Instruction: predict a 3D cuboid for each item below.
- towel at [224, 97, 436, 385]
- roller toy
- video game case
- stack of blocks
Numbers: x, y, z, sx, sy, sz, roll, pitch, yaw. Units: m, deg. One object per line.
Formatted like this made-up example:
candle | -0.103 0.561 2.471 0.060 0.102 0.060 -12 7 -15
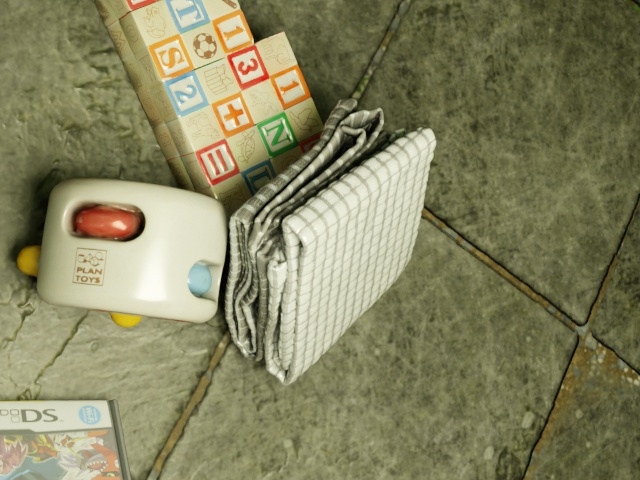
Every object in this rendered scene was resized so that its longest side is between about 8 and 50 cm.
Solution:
towel | 0.000 0.000 1.197 0.121 0.284 0.235 35 58 22
roller toy | -0.201 0.019 1.118 0.209 0.191 0.146 11 83 -29
video game case | -0.304 0.281 1.046 0.248 0.035 0.275 5 48 -30
stack of blocks | -0.120 -0.189 1.236 0.171 0.087 0.297 -29 101 -28
